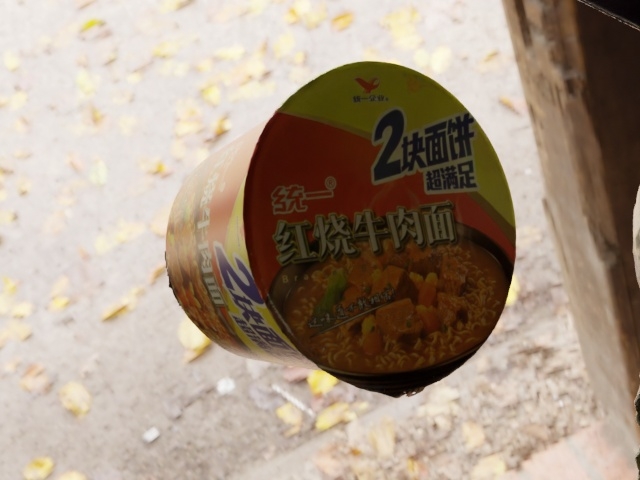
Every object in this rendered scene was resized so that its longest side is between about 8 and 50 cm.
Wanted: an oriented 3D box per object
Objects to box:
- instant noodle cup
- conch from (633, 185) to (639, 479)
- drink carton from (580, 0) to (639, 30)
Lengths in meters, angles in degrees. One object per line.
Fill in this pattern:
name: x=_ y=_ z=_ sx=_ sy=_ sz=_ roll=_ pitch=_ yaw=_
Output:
instant noodle cup: x=0.000 y=0.000 z=0.859 sx=0.174 sy=0.213 sz=0.213 roll=-13 pitch=37 yaw=57
conch: x=0.261 y=0.026 z=0.726 sx=0.186 sy=0.263 sz=0.324 roll=-13 pitch=45 yaw=26
drink carton: x=0.208 y=-0.157 z=0.615 sx=0.222 sy=0.102 sz=0.134 roll=29 pitch=36 yaw=11
